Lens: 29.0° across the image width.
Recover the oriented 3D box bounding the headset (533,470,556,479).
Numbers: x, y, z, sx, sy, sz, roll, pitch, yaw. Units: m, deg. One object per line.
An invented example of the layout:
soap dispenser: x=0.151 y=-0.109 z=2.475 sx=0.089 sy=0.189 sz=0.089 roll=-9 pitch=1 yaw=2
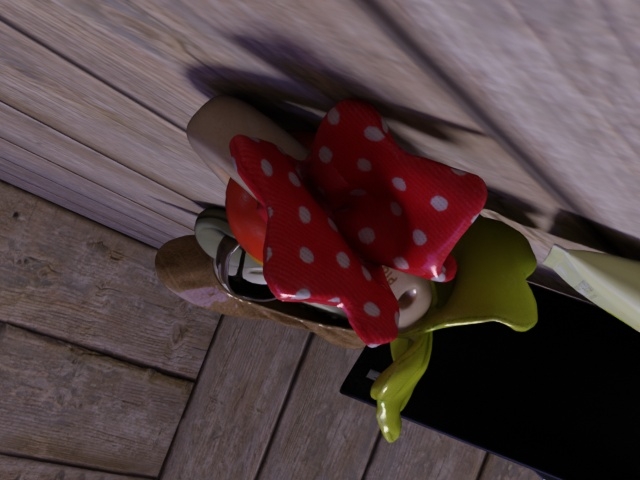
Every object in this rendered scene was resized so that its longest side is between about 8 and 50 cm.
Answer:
headset: x=0.328 y=0.223 z=1.488 sx=0.394 sy=0.185 sz=0.243 roll=31 pitch=-162 yaw=-48

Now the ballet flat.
ballet flat: x=-0.045 y=0.060 z=1.645 sx=0.342 sy=0.116 sz=0.124 roll=23 pitch=155 yaw=-21

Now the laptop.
laptop: x=0.175 y=0.112 z=1.008 sx=0.234 sy=0.136 sz=0.264 roll=20 pitch=175 yaw=18

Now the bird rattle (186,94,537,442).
bird rattle: x=0.000 y=0.000 z=0.655 sx=0.207 sy=0.143 sz=0.253 roll=38 pitch=-178 yaw=34

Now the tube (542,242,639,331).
tube: x=0.232 y=0.058 z=0.665 sx=0.240 sy=0.062 sz=0.070 roll=25 pitch=135 yaw=8

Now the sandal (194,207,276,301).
sandal: x=-0.073 y=0.024 z=1.383 sx=0.120 sy=0.086 sz=0.303 roll=23 pitch=175 yaw=-22
